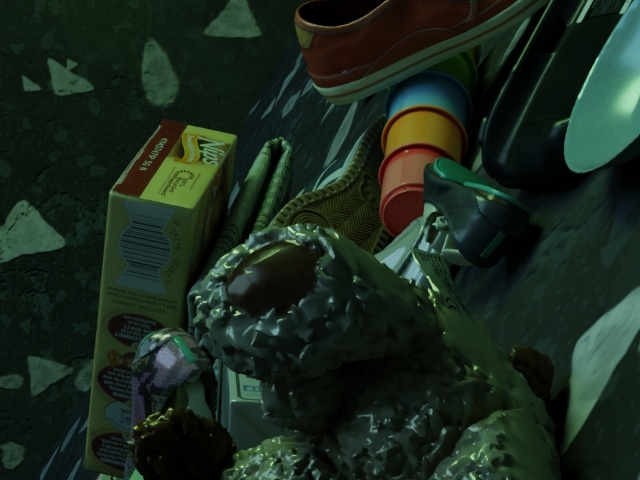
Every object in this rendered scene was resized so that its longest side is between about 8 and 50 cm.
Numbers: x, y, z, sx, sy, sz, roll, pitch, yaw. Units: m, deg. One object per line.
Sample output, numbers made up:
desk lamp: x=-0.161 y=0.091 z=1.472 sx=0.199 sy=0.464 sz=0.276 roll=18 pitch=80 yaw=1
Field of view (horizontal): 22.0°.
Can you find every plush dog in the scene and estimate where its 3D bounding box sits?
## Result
plush dog: x=0.020 y=0.144 z=0.941 sx=0.225 sy=0.262 sz=0.210 roll=-46 pitch=-19 yaw=19

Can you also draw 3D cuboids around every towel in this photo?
towel: x=-0.099 y=0.103 z=1.689 sx=0.324 sy=0.056 sz=0.312 roll=-74 pitch=-4 yaw=-50

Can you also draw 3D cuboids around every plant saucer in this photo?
plant saucer: x=0.229 y=-0.119 z=1.065 sx=0.195 sy=0.037 sz=0.195 roll=-56 pitch=10 yaw=16

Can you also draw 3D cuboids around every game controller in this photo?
game controller: x=0.225 y=-0.180 z=1.239 sx=0.319 sy=0.067 sz=0.166 roll=-61 pitch=25 yaw=-7

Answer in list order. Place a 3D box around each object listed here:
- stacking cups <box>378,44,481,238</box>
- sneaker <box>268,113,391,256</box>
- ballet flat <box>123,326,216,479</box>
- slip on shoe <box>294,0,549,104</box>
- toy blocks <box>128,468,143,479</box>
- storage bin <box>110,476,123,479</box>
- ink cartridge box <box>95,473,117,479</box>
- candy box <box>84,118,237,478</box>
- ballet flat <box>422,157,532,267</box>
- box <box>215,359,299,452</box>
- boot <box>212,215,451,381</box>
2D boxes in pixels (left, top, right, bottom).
stacking cups: x=0.093 y=-0.112 z=1.529 sx=0.096 sy=0.096 sz=0.316 roll=-53 pitch=12 yaw=32
sneaker: x=0.000 y=0.000 z=1.591 sx=0.282 sy=0.099 sz=0.153 roll=-49 pitch=3 yaw=-42
ballet flat: x=-0.115 y=0.175 z=1.327 sx=0.079 sy=0.076 sz=0.222 roll=44 pitch=139 yaw=46
slip on shoe: x=0.122 y=-0.242 z=1.512 sx=0.331 sy=0.101 sz=0.123 roll=-27 pitch=29 yaw=16
toy blocks: x=-0.197 y=0.370 z=1.269 sx=0.381 sy=0.190 sz=0.261 roll=-60 pitch=-21 yaw=-20
storage bin: x=-0.169 y=0.259 z=1.791 sx=0.091 sy=0.098 sz=0.135 roll=-40 pitch=20 yaw=34
ink cartridge box: x=-0.264 y=0.330 z=2.098 sx=0.029 sy=0.063 sz=0.115 roll=-55 pitch=11 yaw=13
candy box: x=-0.159 y=0.062 z=1.643 sx=0.183 sy=0.087 sz=0.317 roll=-65 pitch=-13 yaw=-62
ballet flat: x=0.109 y=-0.018 z=1.279 sx=0.074 sy=0.074 sz=0.203 roll=-59 pitch=12 yaw=5
box: x=-0.033 y=0.154 z=1.236 sx=0.290 sy=0.087 sz=0.169 roll=-115 pitch=27 yaw=-78
boot: x=0.006 y=0.057 z=1.398 sx=0.258 sy=0.123 sz=0.095 roll=-55 pitch=12 yaw=26
